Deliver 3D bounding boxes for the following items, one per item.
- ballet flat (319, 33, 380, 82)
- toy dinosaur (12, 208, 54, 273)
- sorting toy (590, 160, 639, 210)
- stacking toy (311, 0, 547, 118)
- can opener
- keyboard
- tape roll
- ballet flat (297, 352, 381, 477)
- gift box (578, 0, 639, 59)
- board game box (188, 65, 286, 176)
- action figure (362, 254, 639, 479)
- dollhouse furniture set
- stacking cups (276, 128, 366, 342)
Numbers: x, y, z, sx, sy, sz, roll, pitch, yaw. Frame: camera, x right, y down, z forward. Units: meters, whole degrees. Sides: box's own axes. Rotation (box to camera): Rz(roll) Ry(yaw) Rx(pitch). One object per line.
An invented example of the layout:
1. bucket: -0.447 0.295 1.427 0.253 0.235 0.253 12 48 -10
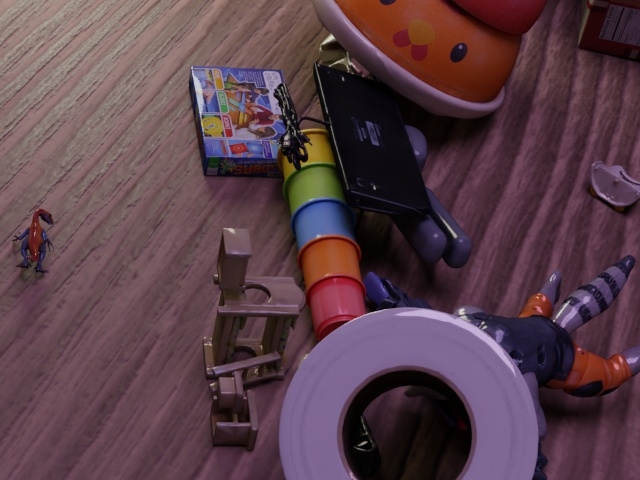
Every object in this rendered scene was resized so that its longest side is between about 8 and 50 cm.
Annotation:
1. ballet flat: 0.041 -0.263 1.954 0.079 0.077 0.221 -12 45 1
2. toy dinosaur: -0.333 -0.003 1.571 0.047 0.090 0.082 13 72 -24
3. sorting toy: 0.430 -0.081 1.879 0.083 0.044 0.075 36 39 23
4. stacking toy: 0.237 -0.440 1.835 0.351 0.480 0.350 29 31 -19
5. can opener: 0.121 -0.062 1.712 0.074 0.093 0.280 9 29 -22
6. keyboard: 0.026 -0.138 1.696 0.202 0.033 0.317 15 32 -19
7. tape roll: 0.088 0.197 1.305 0.246 0.169 0.246 -1 78 6
8. ballet flat: 0.024 0.187 1.471 0.058 0.049 0.173 -11 47 -26
9. gift box: 0.572 -0.445 2.163 0.277 0.255 0.258 13 49 -2
10. board game box: -0.105 -0.166 1.829 0.136 0.035 0.201 1 44 -14
11. action figure: 0.208 0.099 1.530 0.330 0.178 0.341 -16 50 -41
12. dollhouse furniture set: -0.061 0.108 1.434 0.101 0.181 0.161 2 43 -13
13. stacking cups: 0.000 0.000 1.647 0.096 0.096 0.316 4 46 -11
